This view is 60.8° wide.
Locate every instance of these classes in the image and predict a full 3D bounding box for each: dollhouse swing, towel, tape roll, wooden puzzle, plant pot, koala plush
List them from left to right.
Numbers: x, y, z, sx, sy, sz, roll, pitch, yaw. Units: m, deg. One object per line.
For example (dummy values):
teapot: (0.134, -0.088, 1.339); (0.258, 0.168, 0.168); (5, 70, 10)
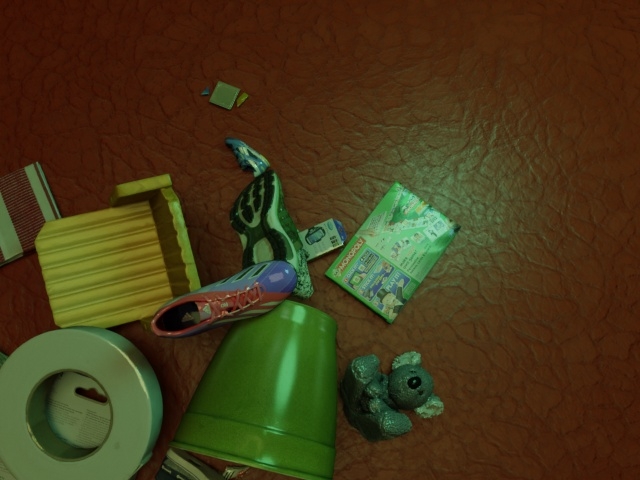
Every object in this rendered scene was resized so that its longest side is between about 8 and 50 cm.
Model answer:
towel: (-0.869, -0.044, 1.457); (0.329, 0.037, 0.237); (-26, 77, -7)
tape roll: (-0.553, 0.390, 1.241); (0.393, 0.072, 0.391); (0, 89, 5)
dollhouse swing: (-0.484, 0.058, 1.279); (0.305, 0.315, 0.346); (-14, 91, -26)
wooden puzzle: (-0.269, -0.408, 1.540); (0.116, 0.014, 0.078); (29, 76, 6)
plant pot: (-0.109, 0.328, 1.240); (0.367, 0.366, 0.352); (13, 68, 3)
koala plush: (0.177, 0.366, 1.316); (0.222, 0.203, 0.196); (-17, 65, -24)

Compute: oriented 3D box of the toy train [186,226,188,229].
toy train: (-0.425, 0.006, 1.442); (0.167, 0.046, 0.125); (-6, 91, -5)

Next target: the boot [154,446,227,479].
boot: (-0.305, 0.579, 1.304); (0.190, 0.069, 0.086); (25, 85, 24)

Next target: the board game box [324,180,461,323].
board game box: (0.190, 0.029, 1.431); (0.214, 0.046, 0.317); (37, 81, 8)

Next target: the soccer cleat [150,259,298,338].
soccer cleat: (-0.198, 0.129, 1.136); (0.319, 0.116, 0.108); (-20, 90, 3)

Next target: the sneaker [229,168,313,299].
sneaker: (-0.110, -0.006, 1.375); (0.158, 0.182, 0.410); (-31, 46, 20)

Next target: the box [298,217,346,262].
box: (0.000, 0.000, 1.432); (0.136, 0.028, 0.081); (-23, 72, 4)

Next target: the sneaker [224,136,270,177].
sneaker: (-0.209, -0.227, 1.482); (0.144, 0.053, 0.059); (36, 83, 8)

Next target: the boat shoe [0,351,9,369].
boat shoe: (-0.871, 0.293, 1.353); (0.302, 0.098, 0.109); (30, 80, 6)

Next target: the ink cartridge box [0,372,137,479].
ink cartridge box: (-0.593, 0.494, 1.328); (0.324, 0.071, 0.329); (18, 77, 5)

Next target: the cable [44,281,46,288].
cable: (-0.651, 0.176, 1.390); (0.140, 0.072, 0.286); (2, 79, 1)

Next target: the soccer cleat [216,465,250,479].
soccer cleat: (-0.213, 0.564, 1.332); (0.083, 0.029, 0.035); (-25, 84, 0)
